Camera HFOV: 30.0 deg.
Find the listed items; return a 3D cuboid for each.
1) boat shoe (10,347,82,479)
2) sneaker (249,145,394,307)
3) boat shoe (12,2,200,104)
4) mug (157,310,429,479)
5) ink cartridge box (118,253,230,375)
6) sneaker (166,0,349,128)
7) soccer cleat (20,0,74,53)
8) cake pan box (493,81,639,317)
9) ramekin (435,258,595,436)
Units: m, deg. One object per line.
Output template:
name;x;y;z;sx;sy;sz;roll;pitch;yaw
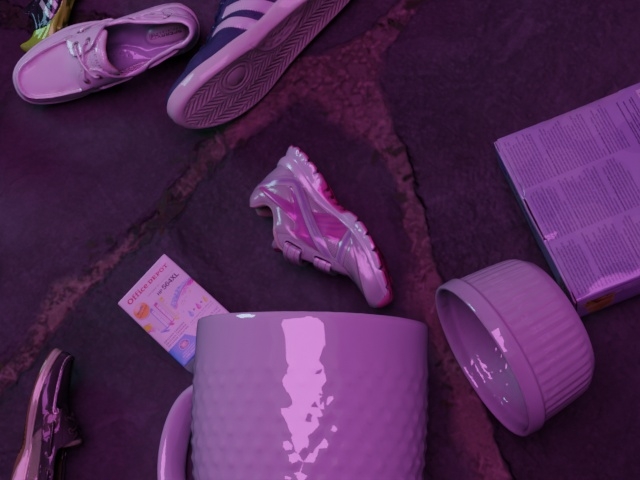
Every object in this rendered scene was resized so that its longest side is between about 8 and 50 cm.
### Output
boat shoe;-0.342;0.253;1.537;0.073;0.080;0.223;11;80;5
sneaker;0.000;0.000;1.558;0.111;0.103;0.252;-39;66;0
boat shoe;-0.302;-0.262;1.658;0.277;0.096;0.098;-22;105;1
mug;-0.051;0.262;1.415;0.374;0.276;0.328;-6;78;38
ink cartridge box;-0.187;0.093;1.553;0.143;0.090;0.092;40;82;16
sneaker;-0.104;-0.305;1.652;0.148;0.131;0.350;40;76;24
soccer cleat;-0.389;-0.349;1.731;0.072;0.060;0.179;10;78;12
cake pan box;0.381;-0.064;1.520;0.246;0.070;0.267;-22;64;-1
ramekin;0.238;0.121;1.433;0.109;0.207;0.207;-28;72;-10
